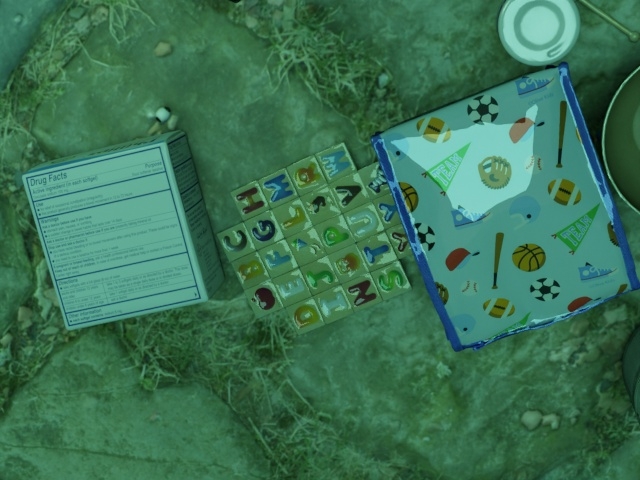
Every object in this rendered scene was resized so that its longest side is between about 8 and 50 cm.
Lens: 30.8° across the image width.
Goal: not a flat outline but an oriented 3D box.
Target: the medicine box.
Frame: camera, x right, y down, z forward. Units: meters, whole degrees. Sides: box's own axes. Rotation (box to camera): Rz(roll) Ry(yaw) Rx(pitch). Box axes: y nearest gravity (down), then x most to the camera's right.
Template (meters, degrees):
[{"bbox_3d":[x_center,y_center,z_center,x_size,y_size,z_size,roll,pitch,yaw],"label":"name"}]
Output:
[{"bbox_3d":[-0.337,-0.019,2.021,0.263,0.149,0.289,-12,100,10],"label":"medicine box"}]

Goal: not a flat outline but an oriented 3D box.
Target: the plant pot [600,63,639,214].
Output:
[{"bbox_3d":[0.576,-0.172,1.838,0.284,0.191,0.284,1,102,5],"label":"plant pot"}]

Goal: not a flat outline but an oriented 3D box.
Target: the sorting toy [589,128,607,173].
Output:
[{"bbox_3d":[0.458,-0.159,1.942,0.102,0.042,0.061,28,121,-11],"label":"sorting toy"}]

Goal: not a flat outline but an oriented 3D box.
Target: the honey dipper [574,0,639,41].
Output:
[{"bbox_3d":[0.455,-0.372,1.897,0.160,0.030,0.030,35,105,-4],"label":"honey dipper"}]

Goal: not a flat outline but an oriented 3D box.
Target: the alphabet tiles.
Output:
[{"bbox_3d":[0.000,0.000,2.032,0.342,0.011,0.285,-23,96,17],"label":"alphabet tiles"}]

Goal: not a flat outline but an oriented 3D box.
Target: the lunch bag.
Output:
[{"bbox_3d":[0.292,-0.046,1.833,0.328,0.239,0.385,-21,95,10],"label":"lunch bag"}]

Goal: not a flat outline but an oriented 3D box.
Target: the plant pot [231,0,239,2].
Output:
[{"bbox_3d":[-0.151,-0.519,1.874,0.187,0.188,0.167,-42,83,14],"label":"plant pot"}]

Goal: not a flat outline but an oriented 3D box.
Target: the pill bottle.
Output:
[{"bbox_3d":[0.338,-0.341,1.819,0.124,0.221,0.124,2,103,8],"label":"pill bottle"}]

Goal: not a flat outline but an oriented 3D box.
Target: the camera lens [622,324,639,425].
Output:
[{"bbox_3d":[0.614,0.237,1.883,0.219,0.274,0.219,2,102,7],"label":"camera lens"}]
